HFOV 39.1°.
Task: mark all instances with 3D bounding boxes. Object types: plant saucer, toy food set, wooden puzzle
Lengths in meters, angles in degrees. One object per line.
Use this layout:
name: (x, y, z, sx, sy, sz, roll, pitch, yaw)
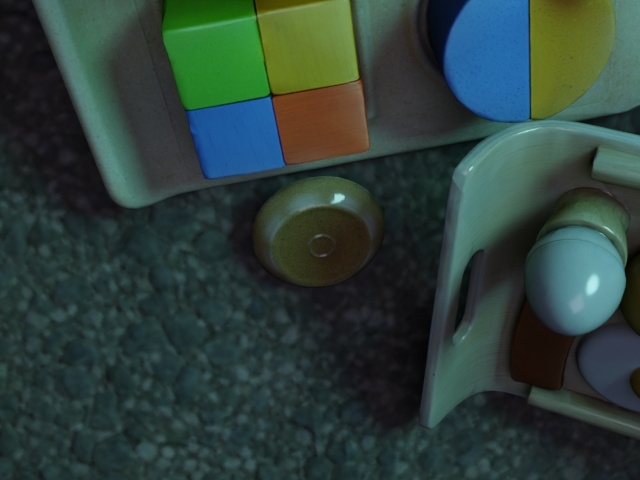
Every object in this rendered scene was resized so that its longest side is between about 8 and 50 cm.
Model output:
plant saucer: (0.000, 0.000, 0.552, 0.084, 0.015, 0.083, -5, 125, -7)
toy food set: (0.209, 0.074, 0.469, 0.306, 0.092, 0.219, 17, 136, 17)
wooden puzzle: (0.028, -0.161, 0.432, 0.348, 0.080, 0.322, -13, 131, -2)
